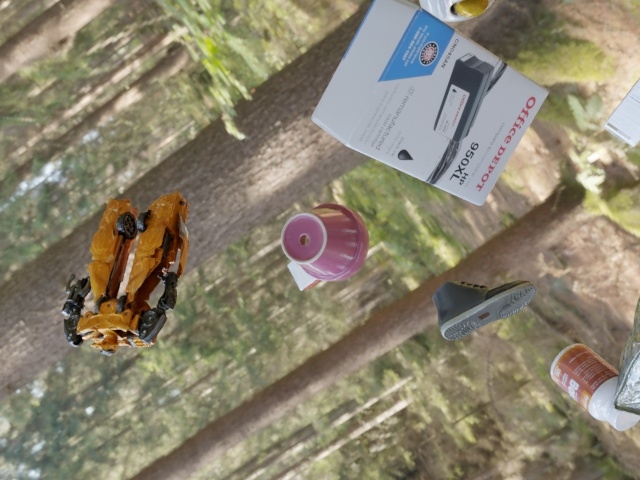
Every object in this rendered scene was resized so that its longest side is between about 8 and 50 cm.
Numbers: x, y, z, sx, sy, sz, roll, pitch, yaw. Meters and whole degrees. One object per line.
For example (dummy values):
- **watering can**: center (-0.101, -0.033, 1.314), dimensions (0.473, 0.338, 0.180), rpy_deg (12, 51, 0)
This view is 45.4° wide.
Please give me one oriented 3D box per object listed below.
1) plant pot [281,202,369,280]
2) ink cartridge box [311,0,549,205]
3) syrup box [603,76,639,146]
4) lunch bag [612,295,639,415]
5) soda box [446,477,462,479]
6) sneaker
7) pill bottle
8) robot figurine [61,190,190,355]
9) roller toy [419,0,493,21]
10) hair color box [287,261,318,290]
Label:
- **plant pot**: center (0.000, 0.000, 1.927), dimensions (0.201, 0.201, 0.180), rpy_deg (59, -160, 19)
- **ink cartridge box**: center (0.228, -0.275, 1.549), dimensions (0.394, 0.285, 0.166), rpy_deg (19, -163, -36)
- **syrup box**: center (0.793, -0.350, 1.834), dimensions (0.096, 0.237, 0.093), rpy_deg (37, -135, 12)
- **lunch bag**: center (0.740, 0.211, 1.618), dimensions (0.168, 0.287, 0.235), rpy_deg (19, -146, 17)
- **soda box**: center (0.240, 0.583, 1.707), dimensions (0.060, 0.168, 0.053), rpy_deg (127, 125, -73)
- **sneaker**: center (0.345, 0.115, 1.651), dimensions (0.083, 0.222, 0.118), rpy_deg (49, -161, -45)
- **pill bottle**: center (0.668, 0.354, 1.844), dimensions (0.121, 0.121, 0.216), rpy_deg (49, 179, -37)
- **robot figurine**: center (-0.311, 0.057, 1.269), dimensions (0.085, 0.211, 0.291), rpy_deg (56, -145, -53)
- **roller toy**: center (0.322, -0.618, 1.808), dimensions (0.209, 0.191, 0.146), rpy_deg (20, 154, 31)
- **hair color box**: center (-0.015, 0.068, 2.258), dimensions (0.053, 0.167, 0.093), rpy_deg (-15, -108, -45)
